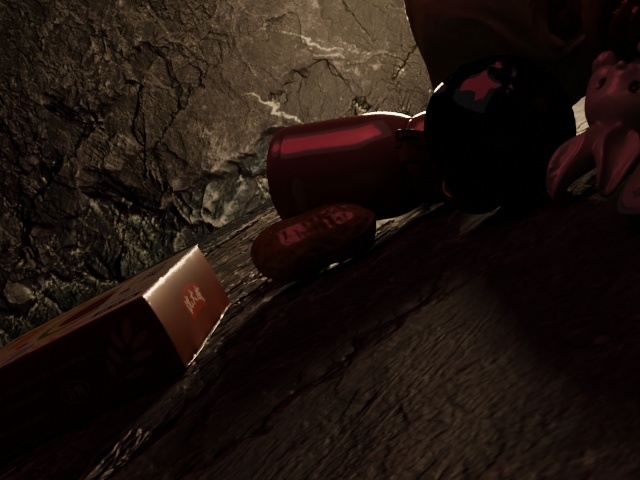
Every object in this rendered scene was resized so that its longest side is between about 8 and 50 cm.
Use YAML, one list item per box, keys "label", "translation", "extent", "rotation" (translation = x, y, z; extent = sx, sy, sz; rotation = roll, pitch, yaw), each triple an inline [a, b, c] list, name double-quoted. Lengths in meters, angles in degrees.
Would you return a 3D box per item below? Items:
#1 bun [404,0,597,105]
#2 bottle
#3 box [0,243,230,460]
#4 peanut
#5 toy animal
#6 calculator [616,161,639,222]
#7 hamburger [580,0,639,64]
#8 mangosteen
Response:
- label: "bun"
  translation: [0.290, -0.310, 1.303]
  extent: [0.361, 0.361, 0.213]
  rotation: [-29, 35, -6]
- label: "bottle"
  translation: [0.073, -0.114, 1.442]
  extent: [0.297, 0.173, 0.206]
  rotation: [-5, -8, 23]
- label: "box"
  translation: [-0.357, 0.173, 1.409]
  extent: [0.385, 0.122, 0.344]
  rotation: [-27, 8, 9]
- label: "peanut"
  translation: [-0.011, 0.005, 1.405]
  extent: [0.226, 0.095, 0.108]
  rotation: [-19, 27, 32]
- label: "toy animal"
  translation: [0.329, -0.140, 1.038]
  extent: [0.104, 0.130, 0.221]
  rotation: [9, 34, 39]
- label: "calculator"
  translation: [0.377, -0.117, 0.717]
  extent: [0.256, 0.054, 0.386]
  rotation: [-51, 11, -18]
- label: "hamburger"
  translation: [0.421, -0.281, 1.151]
  extent: [0.155, 0.282, 0.245]
  rotation: [29, 49, 35]
- label: "mangosteen"
  translation: [0.216, -0.120, 1.174]
  extent: [0.194, 0.194, 0.230]
  rotation: [-33, -26, -31]
